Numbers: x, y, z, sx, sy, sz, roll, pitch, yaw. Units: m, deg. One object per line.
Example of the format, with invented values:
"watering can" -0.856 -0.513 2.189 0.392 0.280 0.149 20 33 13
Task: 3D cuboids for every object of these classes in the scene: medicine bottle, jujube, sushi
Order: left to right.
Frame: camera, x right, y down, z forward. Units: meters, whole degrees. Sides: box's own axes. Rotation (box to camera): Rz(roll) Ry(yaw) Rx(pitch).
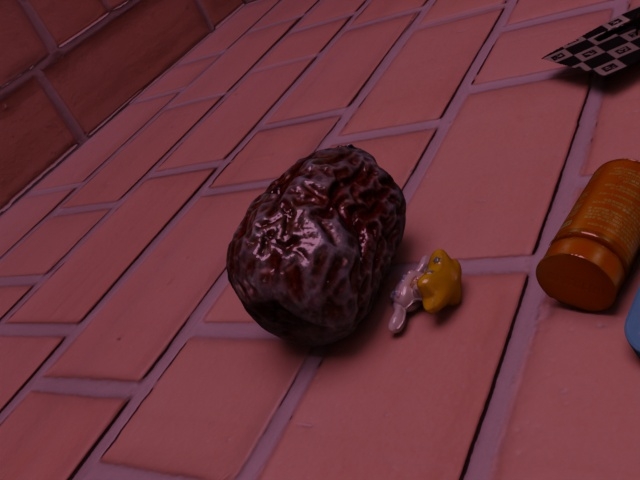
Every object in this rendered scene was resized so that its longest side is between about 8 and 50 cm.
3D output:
"jujube" 0.000 0.000 1.001 0.226 0.226 0.317 -6 39 33
"medicine bottle" 0.348 -0.010 0.852 0.096 0.096 0.192 6 45 44
"sushi" 0.577 -0.363 1.263 0.280 0.043 0.192 -30 30 -5

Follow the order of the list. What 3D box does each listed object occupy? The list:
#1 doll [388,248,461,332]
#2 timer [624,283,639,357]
"doll" 0.143 0.062 0.953 0.113 0.071 0.135 -35 18 26
"timer" 0.466 0.049 0.716 0.232 0.091 0.250 11 59 46
